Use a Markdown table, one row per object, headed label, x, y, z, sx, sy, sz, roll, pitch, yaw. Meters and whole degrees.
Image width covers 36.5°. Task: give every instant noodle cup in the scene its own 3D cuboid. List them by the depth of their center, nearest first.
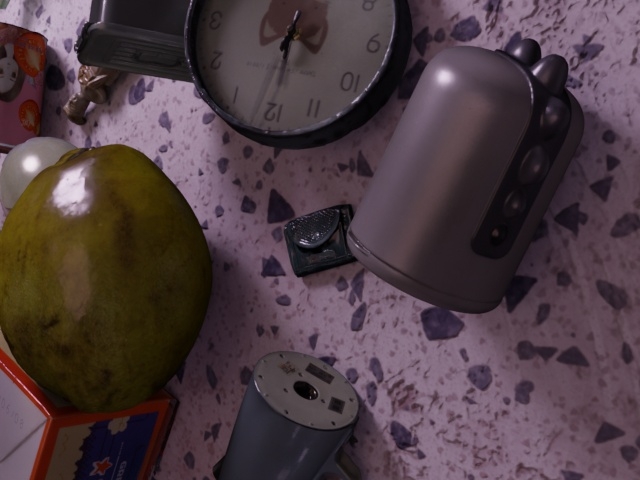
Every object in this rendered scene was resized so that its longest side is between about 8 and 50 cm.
| label | x | y | z | sx | sy | sz | roll | pitch | yaw |
| --- | --- | --- | --- | --- | --- | --- | --- | --- | --- |
| instant noodle cup | -0.633 | -0.288 | 1.842 | 0.243 | 0.243 | 0.231 | 8 | 88 | 40 |

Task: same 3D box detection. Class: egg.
| label | x | y | z | sx | sy | sz | roll | pitch | yaw |
| --- | --- | --- | --- | --- | --- | --- | --- | --- | --- |
| egg | -0.470 | -0.070 | 1.722 | 0.183 | 0.183 | 0.217 | -50 | 51 | 29 |

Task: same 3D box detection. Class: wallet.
| label | x | y | z | sx | sy | sz | roll | pitch | yaw |
| --- | --- | --- | --- | --- | --- | --- | --- | --- | --- |
| wallet | 0.000 | 0.000 | 1.427 | 0.129 | 0.026 | 0.088 | -18 | 79 | 39 |

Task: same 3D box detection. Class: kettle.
| label | x | y | z | sx | sy | sz | roll | pitch | yaw |
| --- | --- | --- | --- | --- | --- | --- | --- | --- | --- |
| kettle | -0.038 | 0.314 | 1.406 | 0.211 | 0.160 | 0.243 | 27 | 118 | 7 |

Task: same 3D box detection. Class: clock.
| label | x | y | z | sx | sy | sz | roll | pitch | yaw |
| --- | --- | --- | --- | --- | --- | --- | --- | --- | --- |
| clock | -0.036 | -0.291 | 1.357 | 0.325 | 0.067 | 0.324 | -2 | 82 | 17 |

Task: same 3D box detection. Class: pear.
| label | x | y | z | sx | sy | sz | roll | pitch | yaw |
| --- | --- | --- | --- | --- | --- | --- | --- | --- | --- |
| pear | -0.333 | 0.057 | 1.517 | 0.352 | 0.352 | 0.413 | -4 | 83 | 40 |

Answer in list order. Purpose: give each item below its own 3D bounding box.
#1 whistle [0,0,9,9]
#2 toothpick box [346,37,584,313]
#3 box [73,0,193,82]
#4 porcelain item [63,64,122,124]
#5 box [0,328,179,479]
| label | x | y | z | sx | sy | sz | roll | pitch | yaw |
| --- | --- | --- | --- | --- | --- | --- | --- | --- | --- |
| whistle | -0.589 | -0.568 | 1.883 | 0.110 | 0.092 | 0.244 | 30 | 108 | 35 |
| toothpick box | 0.185 | -0.087 | 1.146 | 0.229 | 0.229 | 0.316 | 37 | 112 | 34 |
| box | -0.249 | -0.339 | 1.500 | 0.163 | 0.244 | 0.135 | 158 | 115 | -66 |
| porcelain item | -0.407 | -0.295 | 1.755 | 0.213 | 0.054 | 0.084 | -47 | 60 | 31 |
| box | -0.486 | 0.332 | 1.693 | 0.349 | 0.257 | 0.318 | 31 | 108 | 37 |
